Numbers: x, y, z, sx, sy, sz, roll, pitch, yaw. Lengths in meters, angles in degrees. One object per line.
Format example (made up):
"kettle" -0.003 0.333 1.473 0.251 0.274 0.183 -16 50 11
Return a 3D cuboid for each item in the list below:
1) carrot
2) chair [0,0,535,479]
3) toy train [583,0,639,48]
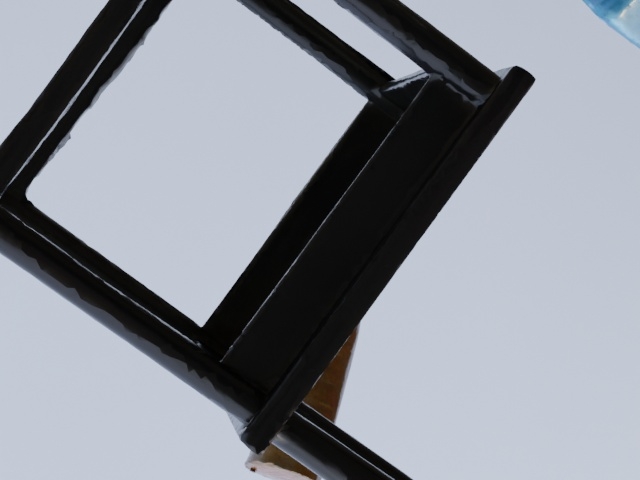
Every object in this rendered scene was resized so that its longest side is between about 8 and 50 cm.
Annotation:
"carrot" -0.004 0.080 0.979 0.048 0.048 0.139 29 -117 -22
"chair" 0.000 0.000 0.523 0.260 0.141 0.154 36 178 -7
"toy train" 0.229 -0.235 1.092 0.265 0.188 0.300 27 -154 -40
